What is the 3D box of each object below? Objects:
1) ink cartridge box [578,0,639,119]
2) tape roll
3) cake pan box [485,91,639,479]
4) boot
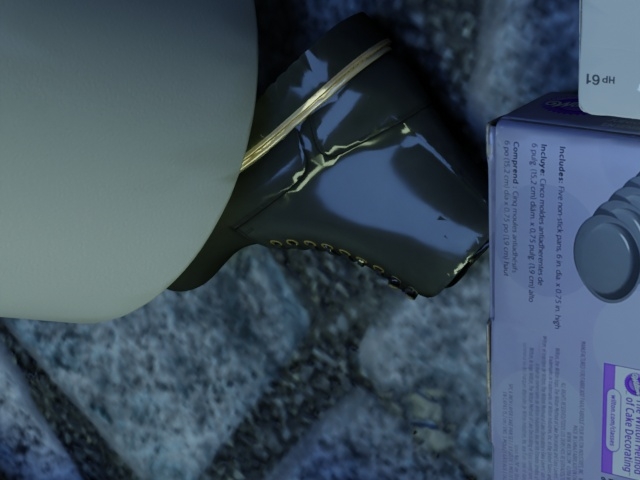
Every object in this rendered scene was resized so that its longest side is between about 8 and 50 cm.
[{"bbox_3d":[0.164,-0.081,0.587,0.089,0.122,0.052,10,112,32],"label":"ink cartridge box"},{"bbox_3d":[-0.173,-0.085,0.743,0.246,0.169,0.246,-8,79,44],"label":"tape roll"},{"bbox_3d":[0.195,0.079,0.659,0.246,0.070,0.266,9,112,33],"label":"cake pan box"},{"bbox_3d":[0.000,0.000,0.769,0.137,0.077,0.198,48,128,5],"label":"boot"}]
